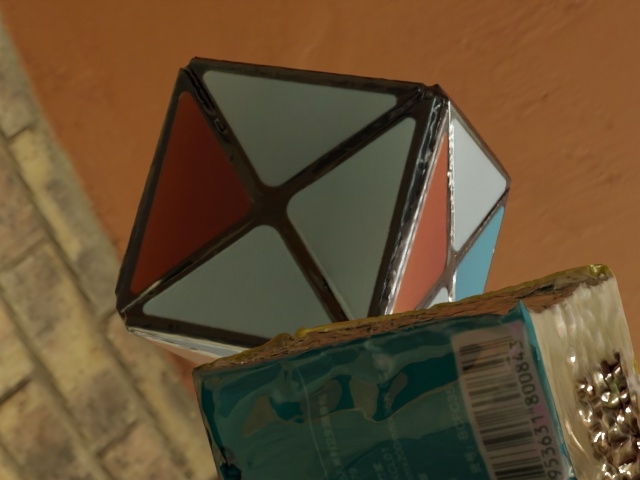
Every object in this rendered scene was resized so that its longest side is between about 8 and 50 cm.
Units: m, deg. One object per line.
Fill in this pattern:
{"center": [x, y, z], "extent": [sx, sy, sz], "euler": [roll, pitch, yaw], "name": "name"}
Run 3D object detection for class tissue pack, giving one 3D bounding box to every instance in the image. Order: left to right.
{"center": [0.047, 0.100, 0.488], "extent": [0.120, 0.082, 0.169], "euler": [-15, -86, 31], "name": "tissue pack"}

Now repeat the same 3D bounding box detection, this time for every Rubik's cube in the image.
{"center": [0.000, 0.001, 1.401], "extent": [0.248, 0.250, 0.246], "euler": [11, -11, 22], "name": "Rubik's cube"}
